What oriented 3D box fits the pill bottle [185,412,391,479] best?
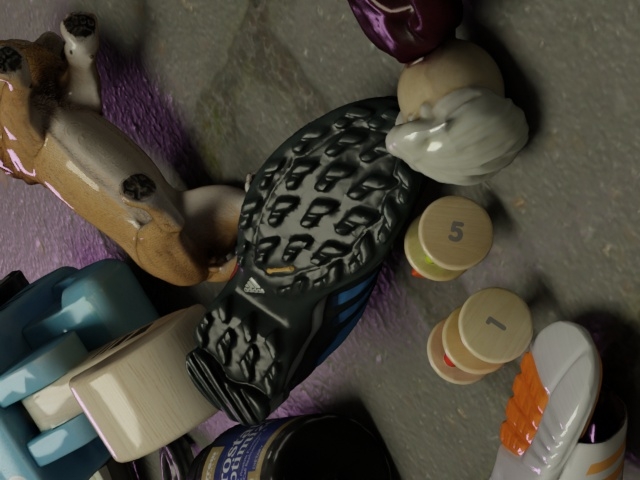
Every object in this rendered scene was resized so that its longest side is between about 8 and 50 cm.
[{"bbox_3d":[-0.038,0.220,1.559,0.219,0.122,0.123,-18,99,62],"label":"pill bottle"}]

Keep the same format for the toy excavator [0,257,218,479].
[{"bbox_3d":[-0.214,0.121,1.626,0.445,0.433,0.222,-29,98,26],"label":"toy excavator"}]

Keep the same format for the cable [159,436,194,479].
[{"bbox_3d":[-0.134,0.336,1.931,0.139,0.072,0.287,-141,44,-67],"label":"cable"}]

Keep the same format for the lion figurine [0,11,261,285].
[{"bbox_3d":[-0.181,-0.058,1.546,0.392,0.142,0.240,48,157,17],"label":"lion figurine"}]

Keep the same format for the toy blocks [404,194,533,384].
[{"bbox_3d":[0.095,0.041,1.248,0.148,0.054,0.123,125,123,-74],"label":"toy blocks"}]

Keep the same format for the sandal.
[{"bbox_3d":[0.165,0.162,1.208,0.102,0.076,0.265,-96,16,-49],"label":"sandal"}]

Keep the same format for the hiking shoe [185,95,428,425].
[{"bbox_3d":[0.000,0.000,1.311,0.113,0.132,0.304,41,125,9],"label":"hiking shoe"}]

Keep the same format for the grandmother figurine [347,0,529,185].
[{"bbox_3d":[0.041,-0.192,1.099,0.208,0.104,0.342,-115,1,-77],"label":"grandmother figurine"}]

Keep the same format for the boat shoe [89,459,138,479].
[{"bbox_3d":[-0.253,0.333,2.061,0.109,0.091,0.305,3,127,16],"label":"boat shoe"}]
